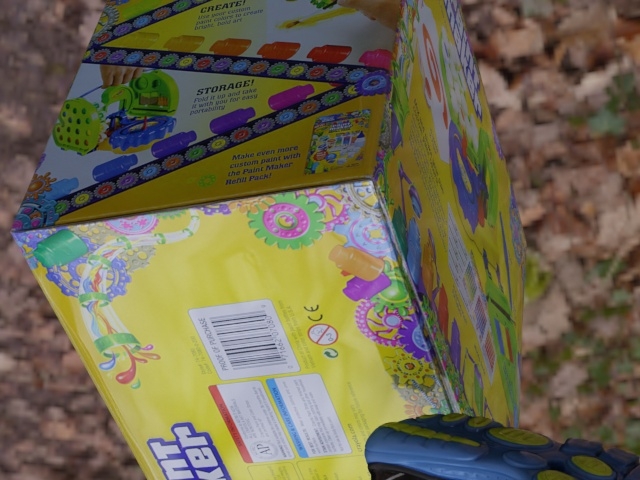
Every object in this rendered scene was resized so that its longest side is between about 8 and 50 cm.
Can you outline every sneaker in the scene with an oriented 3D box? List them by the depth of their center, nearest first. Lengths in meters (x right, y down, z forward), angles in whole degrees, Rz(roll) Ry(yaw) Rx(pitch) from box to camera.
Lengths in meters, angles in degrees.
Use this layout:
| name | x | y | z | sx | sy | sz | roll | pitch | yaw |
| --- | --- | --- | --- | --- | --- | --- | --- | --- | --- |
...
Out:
| name | x | y | z | sx | sy | sz | roll | pitch | yaw |
| --- | --- | --- | --- | --- | --- | --- | --- | --- | --- |
| sneaker | 0.092 | 0.126 | 0.657 | 0.067 | 0.078 | 0.188 | -14 | -164 | -38 |

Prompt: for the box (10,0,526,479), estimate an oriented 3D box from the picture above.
| name | x | y | z | sx | sy | sz | roll | pitch | yaw |
| --- | --- | --- | --- | --- | --- | --- | --- | --- | --- |
| box | 0.000 | 0.000 | 0.859 | 0.177 | 0.279 | 0.290 | -8 | 129 | 17 |
